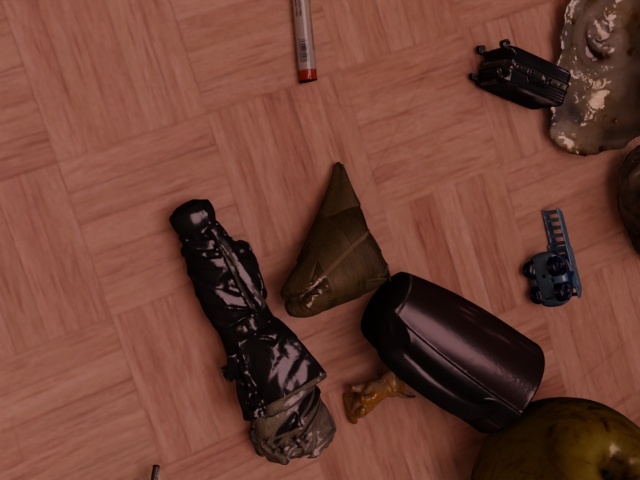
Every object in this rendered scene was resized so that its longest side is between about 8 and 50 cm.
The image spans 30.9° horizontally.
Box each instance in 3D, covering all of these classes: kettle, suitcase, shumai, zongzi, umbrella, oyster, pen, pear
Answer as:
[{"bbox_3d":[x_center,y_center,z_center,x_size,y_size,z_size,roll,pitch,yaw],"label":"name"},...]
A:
[{"bbox_3d":[0.161,0.154,1.522,0.232,0.144,0.202,33,33,-17],"label":"kettle"},{"bbox_3d":[0.280,-0.228,1.614,0.126,0.086,0.059,19,85,-24],"label":"suitcase"},{"bbox_3d":[0.519,-0.021,1.670,0.185,0.184,0.218,-56,135,-51],"label":"shumai"},{"bbox_3d":[0.000,0.000,1.485,0.160,0.078,0.176,-22,96,-42],"label":"zongzi"},{"bbox_3d":[-0.089,0.114,1.439,0.113,0.106,0.357,-28,102,-18],"label":"umbrella"},{"bbox_3d":[0.459,-0.306,1.657,0.111,0.204,0.396,20,83,-61],"label":"oyster"},{"bbox_3d":[-0.025,-0.314,1.505,0.026,0.026,0.218,-7,93,-25],"label":"pen"},{"bbox_3d":[0.336,0.337,1.540,0.283,0.283,0.283,0,91,-25],"label":"pear"}]

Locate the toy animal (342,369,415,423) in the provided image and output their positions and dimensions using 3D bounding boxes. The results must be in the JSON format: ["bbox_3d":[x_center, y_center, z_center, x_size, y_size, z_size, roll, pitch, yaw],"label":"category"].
[{"bbox_3d":[0.078,0.209,1.545,0.083,0.060,0.081,-11,120,-27],"label":"toy animal"}]

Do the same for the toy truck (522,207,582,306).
[{"bbox_3d":[0.331,0.026,1.659,0.074,0.063,0.136,-19,98,-43],"label":"toy truck"}]

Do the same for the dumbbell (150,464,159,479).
[{"bbox_3d":[-0.210,0.346,1.405,0.069,0.069,0.147,9,88,-25],"label":"dumbbell"}]
